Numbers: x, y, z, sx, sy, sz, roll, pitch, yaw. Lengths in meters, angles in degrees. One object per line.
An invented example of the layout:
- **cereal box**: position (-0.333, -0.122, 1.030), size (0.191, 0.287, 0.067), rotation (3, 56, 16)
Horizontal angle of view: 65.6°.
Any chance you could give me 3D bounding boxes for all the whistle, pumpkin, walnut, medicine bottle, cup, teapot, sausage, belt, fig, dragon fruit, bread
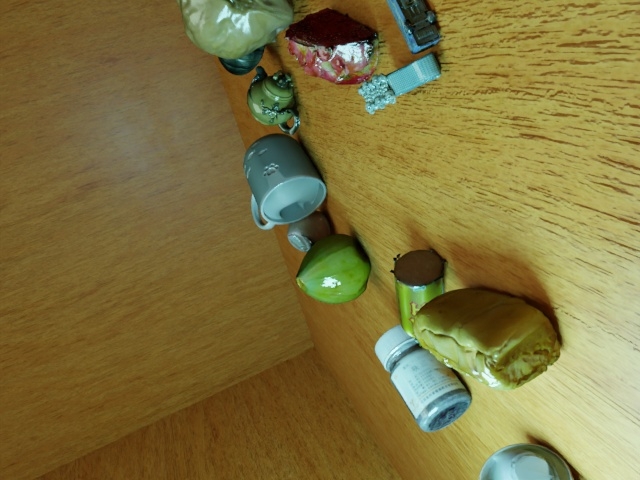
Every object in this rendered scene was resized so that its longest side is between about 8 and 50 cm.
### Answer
- **whistle**: position (0.000, 0.000, 2.030), size (0.348, 0.189, 0.189), rotation (47, 172, -13)
- **pumpkin**: position (-0.292, -0.702, 1.732), size (0.250, 0.216, 0.249), rotation (-178, 90, -85)
- **walnut**: position (-0.245, -0.700, 1.375), size (0.383, 0.384, 0.383), rotation (157, 90, -78)
- **medicine bottle**: position (0.282, 0.379, 1.403), size (0.165, 0.165, 0.273), rotation (81, 162, -48)
- **cup**: position (0.467, 0.567, 1.019), size (0.226, 0.182, 0.264), rotation (-5, 119, 44)
- **teapot**: position (-0.153, -0.496, 1.737), size (0.269, 0.173, 0.182), rotation (54, 140, 15)
- **sausage**: position (0.247, 0.169, 1.258), size (0.117, 0.125, 0.317), rotation (-68, -24, -43)
- **belt**: position (0.150, -0.295, 0.915), size (0.065, 0.100, 0.179), rotation (65, 166, -9)
- **fig**: position (0.036, 0.102, 1.704), size (0.239, 0.271, 0.239), rotation (28, 123, 54)
- **cup**: position (-0.175, -0.214, 1.922), size (0.356, 0.259, 0.274), rotation (-50, 52, 35)
- **dragon fruit**: position (0.033, -0.422, 1.116), size (0.189, 0.163, 0.261), rotation (41, -173, -40)
- **bread**: position (0.300, 0.179, 0.954), size (0.294, 0.167, 0.132), rotation (-177, 65, -77)

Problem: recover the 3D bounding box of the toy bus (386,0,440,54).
- **toy bus**: position (0.151, -0.393, 0.847), size (0.061, 0.051, 0.153), rotation (63, -177, -86)
